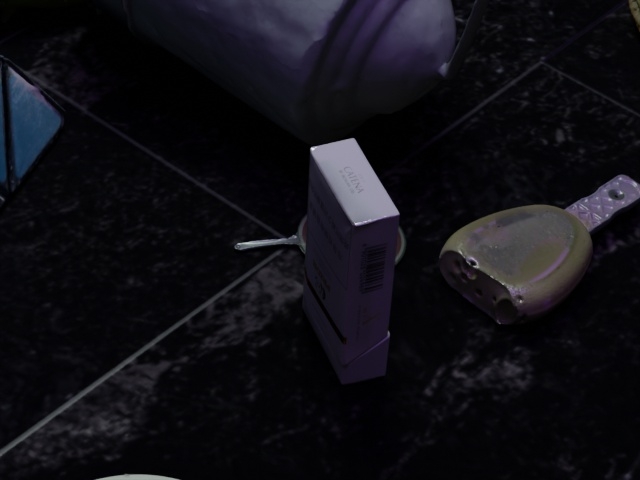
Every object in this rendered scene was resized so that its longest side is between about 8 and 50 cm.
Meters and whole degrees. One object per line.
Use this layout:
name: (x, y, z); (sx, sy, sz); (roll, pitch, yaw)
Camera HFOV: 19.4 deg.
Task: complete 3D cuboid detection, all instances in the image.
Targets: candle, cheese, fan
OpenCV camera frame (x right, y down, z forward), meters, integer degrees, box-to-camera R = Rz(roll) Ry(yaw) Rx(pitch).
candle: (-0.023, -0.206, 1.477); (0.342, 0.221, 0.221); (36, 49, 19)
cheese: (0.180, -0.004, 1.418); (0.097, 0.037, 0.192); (37, 49, 28)
fan: (0.000, 0.000, 1.412); (0.133, 0.005, 0.085); (-3, 44, -13)

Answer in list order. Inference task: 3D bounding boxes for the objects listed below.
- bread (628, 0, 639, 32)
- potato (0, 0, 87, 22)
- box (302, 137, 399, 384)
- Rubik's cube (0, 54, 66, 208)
bread: (0.323, -0.185, 1.627); (0.136, 0.054, 0.154); (37, 44, 27)
potato: (-0.288, -0.238, 1.573); (0.225, 0.090, 0.117); (5, 35, -13)
box: (0.019, 0.017, 1.284); (0.040, 0.154, 0.084); (-15, 46, -18)
Rubik's cube: (-0.332, -0.075, 1.345); (0.229, 0.228, 0.233); (-47, 13, -2)
